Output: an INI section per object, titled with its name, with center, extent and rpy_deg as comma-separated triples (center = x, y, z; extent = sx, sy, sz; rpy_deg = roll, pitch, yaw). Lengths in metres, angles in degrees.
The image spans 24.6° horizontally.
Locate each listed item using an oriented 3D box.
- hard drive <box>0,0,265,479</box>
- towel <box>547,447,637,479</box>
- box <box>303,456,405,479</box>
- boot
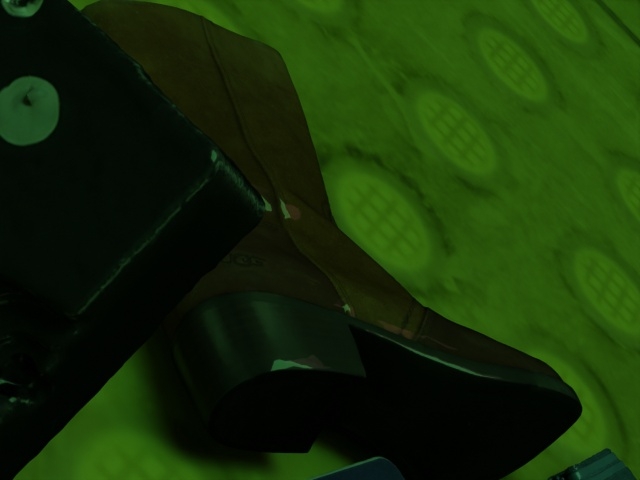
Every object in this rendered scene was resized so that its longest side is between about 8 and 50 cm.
[hard drive]
center = -0.213, -0.040, 0.404
extent = 0.339, 0.237, 0.064
rpy_deg = 42, -3, 15
[towel]
center = 0.181, 0.180, 0.847
extent = 0.067, 0.029, 0.119
rpy_deg = -9, 61, -52
[box]
center = 0.040, 0.209, 0.648
extent = 0.136, 0.036, 0.225
rpy_deg = -7, 61, -52
[boot]
center = 0.000, 0.000, 0.813
extent = 0.264, 0.096, 0.280
rpy_deg = 9, 41, -34
